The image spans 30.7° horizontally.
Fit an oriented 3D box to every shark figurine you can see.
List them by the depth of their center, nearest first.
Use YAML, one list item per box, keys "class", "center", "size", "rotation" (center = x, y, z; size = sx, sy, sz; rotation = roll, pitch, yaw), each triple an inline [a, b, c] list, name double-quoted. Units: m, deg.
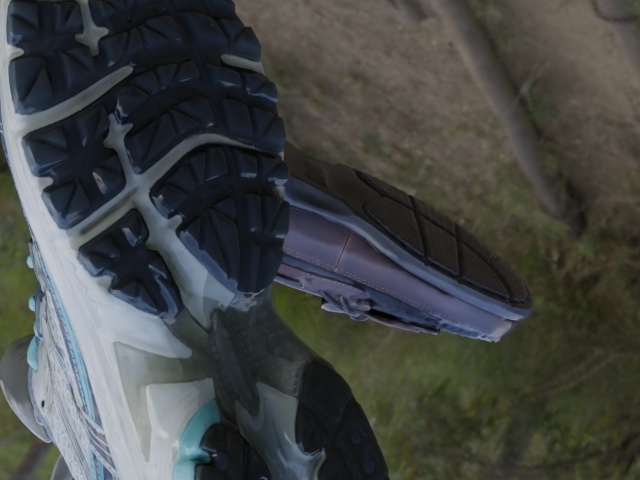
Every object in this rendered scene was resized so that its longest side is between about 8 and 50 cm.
- class: "shark figurine"
  center: [-0.259, 0.134, 1.035]
  size: [0.278, 0.116, 0.166]
  rotation: [90, 160, -69]

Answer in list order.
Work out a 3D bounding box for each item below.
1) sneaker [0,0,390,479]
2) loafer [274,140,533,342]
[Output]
- class: "sneaker"
  center: [-0.075, 0.022, 0.435]
  size: [0.110, 0.283, 0.122]
  rotation: [-14, 179, -44]
- class: "loafer"
  center: [0.000, 0.000, 0.808]
  size: [0.302, 0.095, 0.109]
  rotation: [27, -155, -12]
